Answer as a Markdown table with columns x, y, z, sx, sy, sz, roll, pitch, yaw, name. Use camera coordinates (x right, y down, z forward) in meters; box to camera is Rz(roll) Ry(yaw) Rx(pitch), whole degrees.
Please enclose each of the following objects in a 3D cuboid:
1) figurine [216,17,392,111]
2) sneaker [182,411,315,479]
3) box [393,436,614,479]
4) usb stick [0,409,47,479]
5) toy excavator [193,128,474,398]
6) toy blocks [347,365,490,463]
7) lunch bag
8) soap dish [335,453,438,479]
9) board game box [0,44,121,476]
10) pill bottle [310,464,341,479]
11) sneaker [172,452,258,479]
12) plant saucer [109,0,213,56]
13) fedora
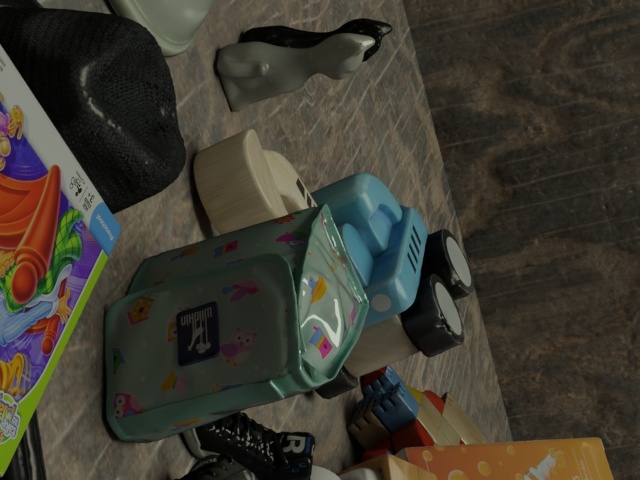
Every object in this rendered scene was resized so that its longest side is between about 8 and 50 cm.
| x | y | z | sx | sy | sz | roll | pitch | yaw | name |
| --- | --- | --- | --- | --- | --- | --- | --- | --- | --- |
| -0.016 | -0.254 | 2.069 | 0.215 | 0.209 | 0.092 | -56 | 132 | -70 | figurine |
| -0.072 | 0.218 | 1.683 | 0.079 | 0.121 | 0.217 | -88 | 160 | -44 | sneaker |
| 0.241 | 0.405 | 2.077 | 0.345 | 0.168 | 0.215 | 1 | 60 | -31 | box |
| -0.232 | 0.247 | 1.158 | 0.045 | 0.077 | 0.278 | -3 | 80 | -47 | usb stick |
| 0.000 | 0.000 | 2.043 | 0.445 | 0.222 | 0.433 | 59 | 21 | -18 | toy excavator |
| 0.153 | 0.326 | 2.334 | 0.261 | 0.190 | 0.381 | 50 | 19 | -8 | toy blocks |
| -0.088 | 0.092 | 1.517 | 0.262 | 0.223 | 0.160 | -66 | 137 | -63 | lunch bag |
| 0.074 | 0.429 | 1.887 | 0.229 | 0.118 | 0.291 | -36 | -122 | 58 | soap dish |
| -0.281 | -0.027 | 1.040 | 0.347 | 0.078 | 0.233 | 63 | 39 | -46 | board game box |
| -0.026 | 0.364 | 1.753 | 0.208 | 0.119 | 0.119 | -78 | 152 | -57 | pill bottle |
| -0.122 | 0.276 | 1.510 | 0.276 | 0.097 | 0.135 | 31 | 35 | -60 | sneaker |
| -0.186 | -0.421 | 1.777 | 0.400 | 0.100 | 0.401 | -11 | 90 | -76 | plant saucer |
| -0.216 | -0.111 | 1.326 | 0.334 | 0.152 | 0.334 | -12 | 90 | -76 | fedora |
